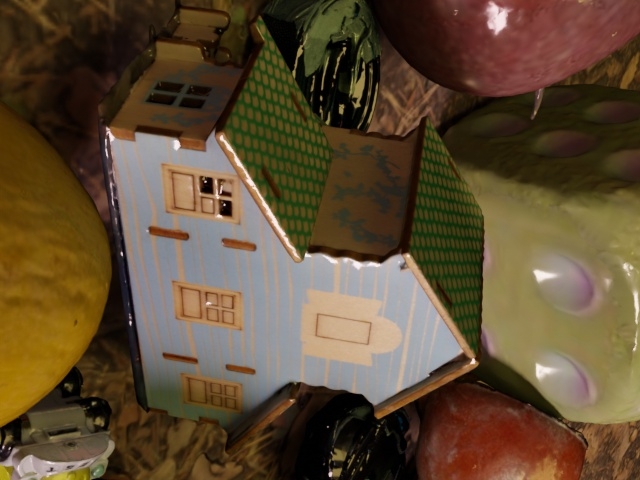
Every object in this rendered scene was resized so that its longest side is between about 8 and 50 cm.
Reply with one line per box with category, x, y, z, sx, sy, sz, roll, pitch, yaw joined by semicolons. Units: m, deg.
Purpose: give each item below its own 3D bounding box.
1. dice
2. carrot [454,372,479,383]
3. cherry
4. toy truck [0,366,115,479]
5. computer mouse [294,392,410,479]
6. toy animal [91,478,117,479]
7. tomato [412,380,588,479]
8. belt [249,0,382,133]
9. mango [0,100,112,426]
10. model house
dice;0.253;0.003;0.766;0.254;0.252;0.249;-32;130;-35
carrot;0.206;0.130;0.928;0.229;0.069;0.069;-2;111;-45
cherry;0.149;-0.220;0.574;0.236;0.213;0.285;-40;125;-38
toy truck;-0.178;0.125;0.481;0.076;0.111;0.077;4;112;-47
computer mouse;0.026;0.218;0.765;0.146;0.078;0.241;-52;149;-25
toy animal;-0.129;0.275;0.494;0.213;0.267;0.212;-28;129;-41
tomato;0.156;0.242;0.786;0.214;0.181;0.155;74;37;-63
belt;-0.002;-0.119;0.581;0.105;0.058;0.140;-16;120;-45
mango;-0.247;0.011;0.336;0.332;0.142;0.195;5;101;-40
model house;0.000;0.000;0.484;0.178;0.207;0.271;-71;169;-51
